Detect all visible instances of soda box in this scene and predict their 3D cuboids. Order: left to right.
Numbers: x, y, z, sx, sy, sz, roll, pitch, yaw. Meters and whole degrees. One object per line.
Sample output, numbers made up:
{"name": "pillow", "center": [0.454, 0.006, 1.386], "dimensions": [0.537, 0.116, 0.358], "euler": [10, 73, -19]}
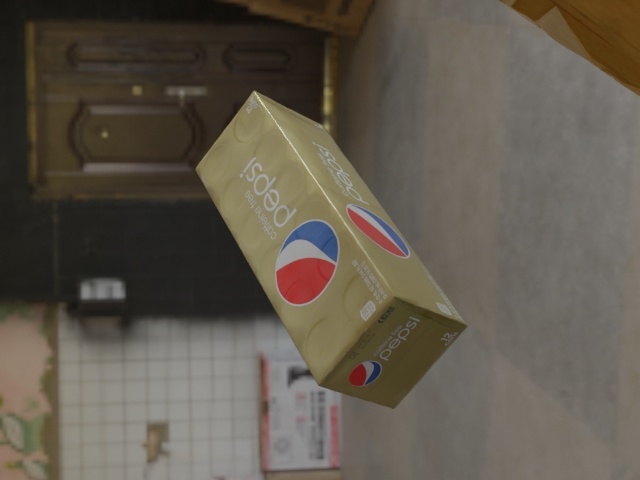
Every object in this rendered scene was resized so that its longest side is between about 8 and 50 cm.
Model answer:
{"name": "soda box", "center": [0.000, 0.000, 0.647], "dimensions": [0.061, 0.058, 0.181], "euler": [-51, 44, 18]}

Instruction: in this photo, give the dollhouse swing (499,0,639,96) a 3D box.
{"name": "dollhouse swing", "center": [0.176, -0.277, 0.394], "dimensions": [0.347, 0.315, 0.305], "euler": [-49, -13, -18]}
